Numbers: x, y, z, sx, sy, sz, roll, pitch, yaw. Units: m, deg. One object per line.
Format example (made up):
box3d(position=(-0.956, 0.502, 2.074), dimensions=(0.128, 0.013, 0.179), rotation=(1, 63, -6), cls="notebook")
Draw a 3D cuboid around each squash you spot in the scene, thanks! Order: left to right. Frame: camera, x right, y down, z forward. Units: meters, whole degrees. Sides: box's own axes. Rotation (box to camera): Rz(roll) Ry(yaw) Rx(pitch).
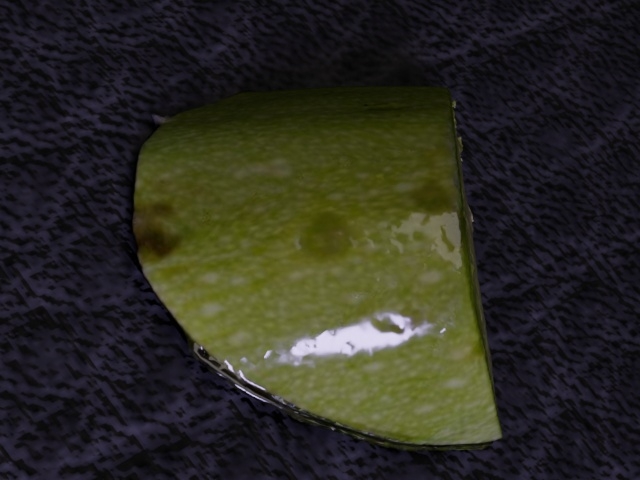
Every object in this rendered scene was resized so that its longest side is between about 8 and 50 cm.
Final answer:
box3d(position=(0.014, -0.012, 0.775), dimensions=(0.184, 0.085, 0.192), rotation=(12, 52, -27), cls="squash")
